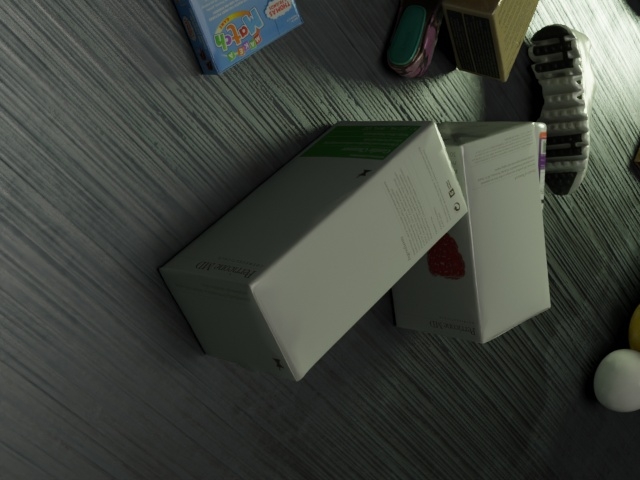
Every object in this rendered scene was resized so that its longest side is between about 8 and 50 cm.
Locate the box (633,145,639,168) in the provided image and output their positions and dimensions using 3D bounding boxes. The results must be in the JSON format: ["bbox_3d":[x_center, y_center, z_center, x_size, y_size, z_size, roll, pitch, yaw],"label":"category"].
[{"bbox_3d":[0.707,-0.201,2.092,0.164,0.021,0.201,38,70,-39],"label":"box"}]

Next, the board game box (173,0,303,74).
[{"bbox_3d":[-0.120,-0.338,1.300,0.160,0.039,0.211,-38,119,-33],"label":"board game box"}]

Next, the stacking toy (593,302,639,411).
[{"bbox_3d":[0.727,0.182,2.011,0.480,0.350,0.350,-36,119,-16],"label":"stacking toy"}]

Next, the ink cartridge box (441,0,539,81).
[{"bbox_3d":[0.274,-0.393,1.577,0.234,0.088,0.193,-67,159,-16],"label":"ink cartridge box"}]

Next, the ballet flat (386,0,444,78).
[{"bbox_3d":[0.158,-0.346,1.542,0.079,0.077,0.221,20,86,-61],"label":"ballet flat"}]

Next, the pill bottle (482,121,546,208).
[{"bbox_3d":[0.308,-0.095,1.676,0.108,0.108,0.193,-4,97,-42],"label":"pill bottle"}]

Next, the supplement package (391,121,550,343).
[{"bbox_3d":[0.214,-0.019,1.552,0.175,0.177,0.293,-21,108,-40],"label":"supplement package"}]

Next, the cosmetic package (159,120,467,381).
[{"bbox_3d":[0.000,0.000,1.347,0.365,0.197,0.155,-42,121,-33],"label":"cosmetic package"}]

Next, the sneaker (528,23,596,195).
[{"bbox_3d":[0.430,-0.224,1.784,0.118,0.110,0.292,-12,103,-50],"label":"sneaker"}]
